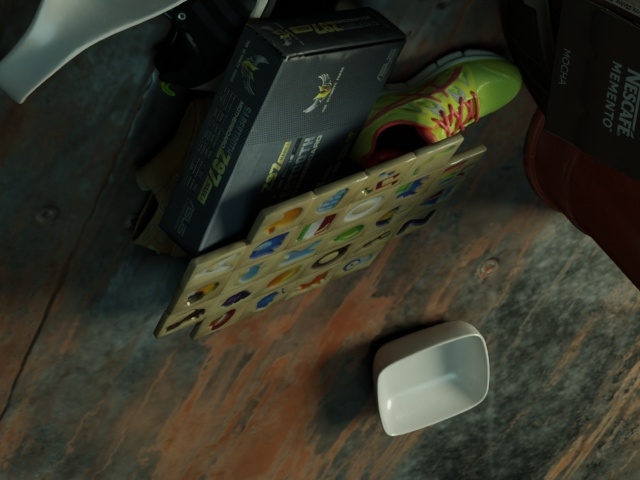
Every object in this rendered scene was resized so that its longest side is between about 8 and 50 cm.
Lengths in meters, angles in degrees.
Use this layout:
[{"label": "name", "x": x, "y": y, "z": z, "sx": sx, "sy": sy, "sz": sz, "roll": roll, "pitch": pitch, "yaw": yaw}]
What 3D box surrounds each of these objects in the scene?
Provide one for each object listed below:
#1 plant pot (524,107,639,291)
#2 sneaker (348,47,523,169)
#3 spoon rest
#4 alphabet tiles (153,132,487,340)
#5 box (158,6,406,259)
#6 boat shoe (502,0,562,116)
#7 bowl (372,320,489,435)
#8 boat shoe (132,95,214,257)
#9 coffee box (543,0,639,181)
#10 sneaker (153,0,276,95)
[{"label": "plant pot", "x": 0.394, "y": -0.047, "z": 1.756, "sx": 0.272, "sy": 0.265, "sz": 0.272, "roll": -15, "pitch": 135, "yaw": -15}, {"label": "sneaker", "x": 0.112, "y": -0.120, "z": 1.665, "sx": 0.209, "sy": 0.094, "sz": 0.081, "roll": -20, "pitch": 137, "yaw": -9}, {"label": "spoon rest", "x": -0.187, "y": -0.216, "z": 1.411, "sx": 0.137, "sy": 0.084, "sz": 0.276, "roll": 39, "pitch": 110, "yaw": -19}, {"label": "alphabet tiles", "x": 0.000, "y": 0.000, "z": 1.668, "sx": 0.343, "sy": 0.011, "sz": 0.285, "roll": -22, "pitch": 163, "yaw": -27}, {"label": "box", "x": -0.035, "y": -0.101, "z": 1.556, "sx": 0.183, "sy": 0.059, "sz": 0.232, "roll": -15, "pitch": 140, "yaw": -50}, {"label": "boat shoe", "x": 0.235, "y": -0.226, "z": 1.615, "sx": 0.104, "sy": 0.110, "sz": 0.307, "roll": -30, "pitch": 142, "yaw": -5}, {"label": "bowl", "x": 0.124, "y": 0.155, "z": 1.967, "sx": 0.142, "sy": 0.053, "sz": 0.142, "roll": -19, "pitch": 136, "yaw": -10}, {"label": "boat shoe", "x": -0.143, "y": -0.059, "z": 1.617, "sx": 0.072, "sy": 0.068, "sz": 0.190, "roll": 8, "pitch": 127, "yaw": -13}, {"label": "coffee box", "x": 0.352, "y": -0.210, "z": 1.597, "sx": 0.297, "sy": 0.119, "sz": 0.168, "roll": -38, "pitch": 146, "yaw": -33}, {"label": "sneaker", "x": -0.096, "y": -0.218, "z": 1.470, "sx": 0.097, "sy": 0.084, "sz": 0.234, "roll": -4, "pitch": 132, "yaw": -23}]
